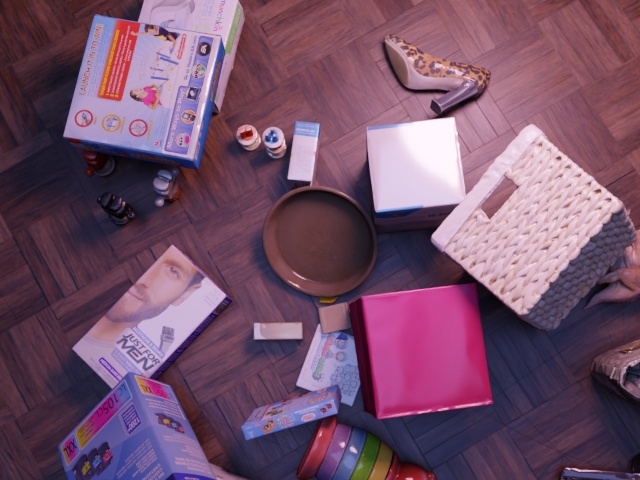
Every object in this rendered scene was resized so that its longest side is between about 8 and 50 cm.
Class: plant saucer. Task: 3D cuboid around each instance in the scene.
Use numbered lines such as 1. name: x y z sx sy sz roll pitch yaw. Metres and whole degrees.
1. plant saucer: 0.000 0.000 1.930 0.278 0.041 0.277 5 111 12

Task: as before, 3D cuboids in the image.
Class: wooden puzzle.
1. wooden puzzle: 0.034 0.184 1.952 0.079 0.014 0.116 -9 62 13

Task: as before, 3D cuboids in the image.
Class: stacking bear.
1. stacking bear: 0.111 0.516 1.852 0.289 0.164 0.175 24 83 1

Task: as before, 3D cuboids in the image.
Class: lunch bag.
1. lunch bag: 0.761 0.305 1.810 0.287 0.235 0.168 14 88 4

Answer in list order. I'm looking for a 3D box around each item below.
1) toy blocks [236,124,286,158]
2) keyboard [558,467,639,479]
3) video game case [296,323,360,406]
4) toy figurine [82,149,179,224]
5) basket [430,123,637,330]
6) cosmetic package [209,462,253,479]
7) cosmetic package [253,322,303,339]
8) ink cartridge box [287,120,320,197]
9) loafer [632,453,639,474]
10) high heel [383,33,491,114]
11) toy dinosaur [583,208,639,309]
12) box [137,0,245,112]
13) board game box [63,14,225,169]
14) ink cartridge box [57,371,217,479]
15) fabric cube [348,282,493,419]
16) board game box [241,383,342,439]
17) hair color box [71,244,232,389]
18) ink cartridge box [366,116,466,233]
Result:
1. toy blocks: -0.145 -0.249 1.974 0.123 0.148 0.054 17 82 4
2. keyboard: 0.691 0.622 1.841 0.317 0.033 0.201 2 92 13
3. video game case: 0.035 0.295 1.950 0.143 0.019 0.157 20 83 5
4. toy figurine: -0.451 -0.160 1.982 0.210 0.148 0.213 -23 79 -7
5. basket: 0.468 -0.013 1.767 0.328 0.331 0.266 -50 61 7
6. cosmetic package: -0.233 0.602 1.849 0.184 0.151 0.151 21 82 4
7. cosmetic package: -0.099 0.216 1.948 0.115 0.060 0.041 -1 81 1
8. ink cartridge box: -0.041 -0.185 1.982 0.062 0.104 0.181 7 82 3
9. loafer: 0.819 0.505 1.856 0.220 0.078 0.080 -10 81 1
10. high heel: 0.289 -0.441 2.033 0.186 0.093 0.261 -30 72 -20
11. toy dinosaur: 0.739 0.058 1.910 0.200 0.127 0.295 29 89 -1
12. box: -0.333 -0.473 2.030 0.231 0.127 0.261 14 81 6
13. board game box: -0.401 -0.341 1.894 0.302 0.086 0.308 11 79 3
14. ink cartridge box: -0.378 0.521 1.752 0.270 0.151 0.395 -46 52 11
15. fabric cube: 0.215 0.244 1.824 0.254 0.259 0.258 -8 83 -5
16. board game box: -0.061 0.386 1.859 0.212 0.160 0.039 -18 90 6
17. hair color box: -0.394 0.196 1.940 0.185 0.110 0.339 42 84 9
18. ink cartridge box: 0.209 -0.139 1.882 0.198 0.270 0.197 -6 80 1
